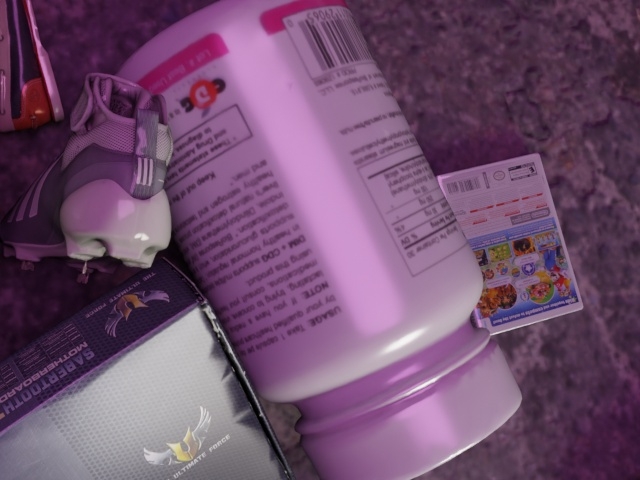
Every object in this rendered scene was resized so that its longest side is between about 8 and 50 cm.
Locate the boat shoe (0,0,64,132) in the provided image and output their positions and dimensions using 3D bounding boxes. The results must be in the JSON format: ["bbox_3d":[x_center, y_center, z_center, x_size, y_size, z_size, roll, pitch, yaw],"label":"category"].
[{"bbox_3d":[-0.204,-0.137,0.609,0.043,0.049,0.137,-16,90,-14],"label":"boat shoe"}]

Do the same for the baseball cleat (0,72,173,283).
[{"bbox_3d":[-0.127,-0.033,0.531,0.072,0.206,0.109,13,81,-33],"label":"baseball cleat"}]

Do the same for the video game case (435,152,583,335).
[{"bbox_3d":[0.138,0.002,0.693,0.087,0.011,0.122,-14,85,-17],"label":"video game case"}]

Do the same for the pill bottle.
[{"bbox_3d":[0.000,0.000,0.580,0.160,0.160,0.283,-26,88,-17],"label":"pill bottle"}]

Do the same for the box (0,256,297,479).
[{"bbox_3d":[-0.139,0.145,0.523,0.232,0.059,0.183,-34,130,-18],"label":"box"}]
